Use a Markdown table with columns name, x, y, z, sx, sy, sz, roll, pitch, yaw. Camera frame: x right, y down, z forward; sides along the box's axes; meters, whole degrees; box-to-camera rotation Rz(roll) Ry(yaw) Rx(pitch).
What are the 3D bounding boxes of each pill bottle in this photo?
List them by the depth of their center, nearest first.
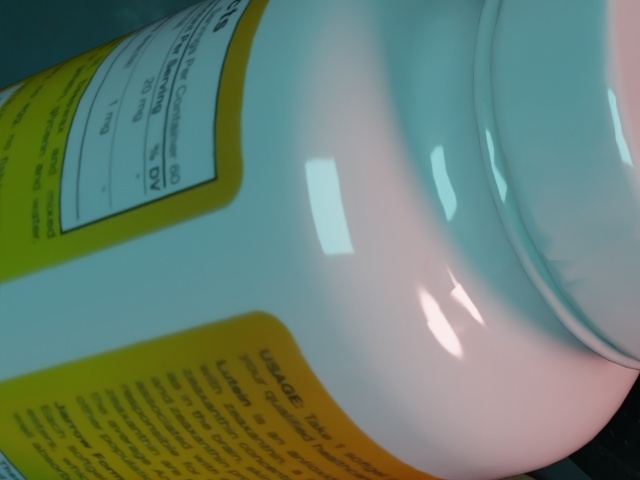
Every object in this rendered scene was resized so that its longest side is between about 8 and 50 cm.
| name | x | y | z | sx | sy | sz | roll | pitch | yaw |
| --- | --- | --- | --- | --- | --- | --- | --- | --- | --- |
| pill bottle | 0.000 | 0.000 | 0.467 | 0.246 | 0.136 | 0.136 | -17 | 79 | 40 |

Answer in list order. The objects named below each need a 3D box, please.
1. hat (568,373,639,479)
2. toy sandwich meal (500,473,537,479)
| name | x | y | z | sx | sy | sz | roll | pitch | yaw |
| --- | --- | --- | --- | --- | --- | --- | --- | --- | --- |
| hat | 0.143 | -0.081 | 0.504 | 0.331 | 0.134 | 0.331 | 12 | 108 | 39 |
| toy sandwich meal | 0.053 | 0.117 | 0.607 | 0.086 | 0.029 | 0.085 | -2 | 86 | 27 |
